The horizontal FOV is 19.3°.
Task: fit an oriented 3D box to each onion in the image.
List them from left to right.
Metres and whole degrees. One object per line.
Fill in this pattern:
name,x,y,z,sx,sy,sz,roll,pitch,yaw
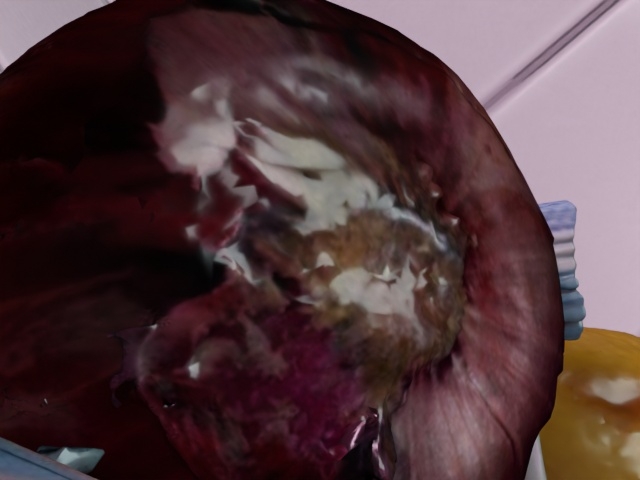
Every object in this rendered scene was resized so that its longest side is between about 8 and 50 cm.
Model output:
onion,-0.041,0.030,0.654,0.252,0.219,0.252,12,74,-44

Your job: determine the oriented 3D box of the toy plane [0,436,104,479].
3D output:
toy plane,-0.013,0.116,0.477,0.326,0.104,0.223,8,31,-39

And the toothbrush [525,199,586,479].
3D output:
toothbrush,0.100,0.174,0.711,0.040,0.040,0.386,20,63,-72

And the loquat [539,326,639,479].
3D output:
loquat,0.100,0.135,0.835,0.208,0.208,0.208,48,9,-10
